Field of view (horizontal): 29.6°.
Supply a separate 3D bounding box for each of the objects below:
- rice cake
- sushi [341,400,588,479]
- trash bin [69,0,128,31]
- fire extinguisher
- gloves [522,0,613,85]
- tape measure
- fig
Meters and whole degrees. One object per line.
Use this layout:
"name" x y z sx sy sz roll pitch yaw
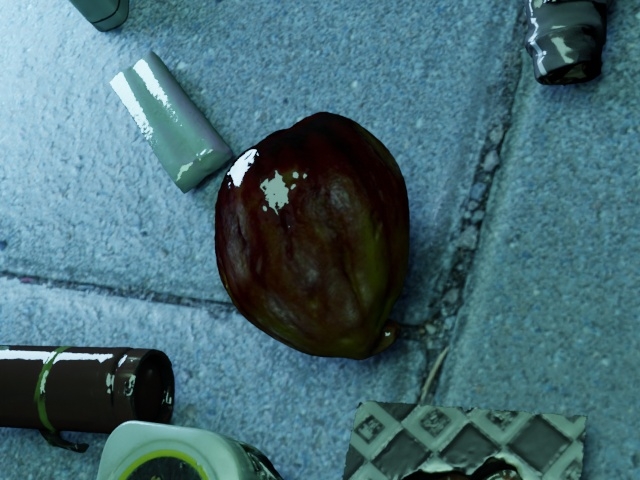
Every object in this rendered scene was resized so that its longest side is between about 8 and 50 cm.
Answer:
"rice cake" -0.190 -0.154 1.519 0.080 0.042 0.222 -40 53 4
"sushi" 0.128 0.267 1.136 0.231 0.047 0.220 1 61 23
"trash bin" -0.318 -0.365 1.638 0.059 0.130 0.116 -19 58 17
"fire extinguisher" -0.339 0.177 1.365 0.341 0.105 0.141 -2 37 22
"gloves" 0.274 -0.296 1.342 0.142 0.119 0.286 2 57 -8
"tape measure" -0.134 0.308 1.206 0.207 0.115 0.235 3 74 28
"fig" -0.009 -0.009 1.249 0.224 0.224 0.263 -11 66 20
